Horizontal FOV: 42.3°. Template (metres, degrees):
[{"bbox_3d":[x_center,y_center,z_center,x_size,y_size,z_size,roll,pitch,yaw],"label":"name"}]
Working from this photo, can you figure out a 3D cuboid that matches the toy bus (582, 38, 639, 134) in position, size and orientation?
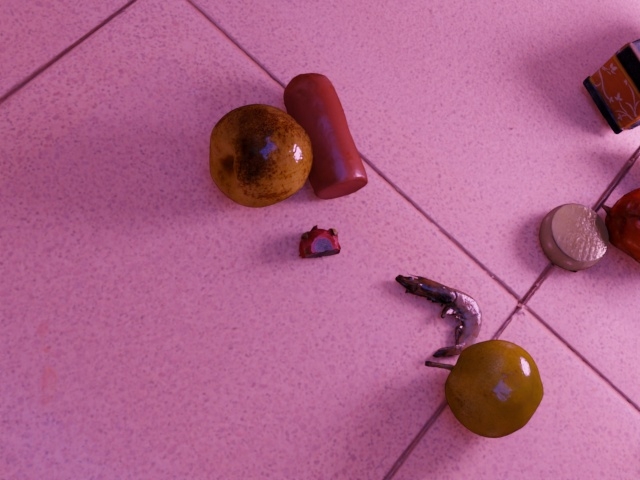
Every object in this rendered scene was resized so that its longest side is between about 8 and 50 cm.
[{"bbox_3d":[0.782,-0.385,1.854,0.323,0.194,0.162,-24,77,-21],"label":"toy bus"}]

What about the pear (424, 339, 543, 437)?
[{"bbox_3d":[0.299,0.261,1.528,0.216,0.166,0.180,27,79,18],"label":"pear"}]

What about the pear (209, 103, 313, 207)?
[{"bbox_3d":[-0.105,-0.160,1.545,0.197,0.197,0.197,5,70,-13],"label":"pear"}]

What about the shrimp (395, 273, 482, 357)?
[{"bbox_3d":[0.222,0.150,1.607,0.195,0.035,0.148,23,69,-7],"label":"shrimp"}]

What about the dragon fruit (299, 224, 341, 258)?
[{"bbox_3d":[0.000,0.000,1.586,0.083,0.056,0.060,-6,74,-15],"label":"dragon fruit"}]

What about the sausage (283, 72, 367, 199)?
[{"bbox_3d":[0.003,-0.214,1.636,0.113,0.113,0.259,-15,76,-19],"label":"sausage"}]

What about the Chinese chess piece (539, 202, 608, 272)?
[{"bbox_3d":[0.528,-0.007,1.729,0.144,0.058,0.144,5,68,-13],"label":"Chinese chess piece"}]

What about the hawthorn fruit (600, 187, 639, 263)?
[{"bbox_3d":[0.693,-0.027,1.734,0.179,0.173,0.174,-13,73,10],"label":"hawthorn fruit"}]
